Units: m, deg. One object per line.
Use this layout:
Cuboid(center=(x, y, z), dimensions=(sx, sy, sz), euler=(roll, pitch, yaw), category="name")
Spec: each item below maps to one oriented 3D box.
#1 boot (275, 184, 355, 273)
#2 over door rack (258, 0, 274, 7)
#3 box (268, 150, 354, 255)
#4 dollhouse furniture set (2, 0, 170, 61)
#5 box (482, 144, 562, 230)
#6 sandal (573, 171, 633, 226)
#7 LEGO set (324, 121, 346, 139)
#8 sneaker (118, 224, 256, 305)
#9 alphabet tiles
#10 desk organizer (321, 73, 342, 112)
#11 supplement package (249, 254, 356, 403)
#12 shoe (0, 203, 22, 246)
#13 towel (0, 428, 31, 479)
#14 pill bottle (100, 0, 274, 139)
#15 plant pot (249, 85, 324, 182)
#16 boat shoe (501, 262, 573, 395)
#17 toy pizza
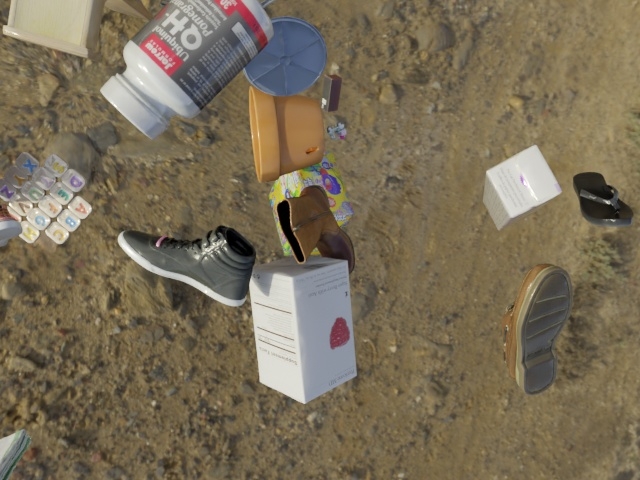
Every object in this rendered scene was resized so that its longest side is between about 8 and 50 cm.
Cuboid(center=(0.000, 0.000, 1.176), dimensions=(0.096, 0.280, 0.264), euler=(-13, 102, 15), category="boot")
Cuboid(center=(-0.092, -0.717, 1.193), dimensions=(0.324, 0.239, 0.108), euler=(-17, 74, 12), category="over door rack")
Cuboid(center=(-0.046, -0.138, 1.819), dimensions=(0.177, 0.290, 0.279), euler=(-2, 149, -26), category="box")
Cuboid(center=(-0.516, -0.546, 1.136), dimensions=(0.362, 0.394, 0.257), euler=(15, 101, -5), category="dollhouse furniture set")
Cuboid(center=(0.277, -0.062, 0.699), dimensions=(0.063, 0.324, 0.067), euler=(-29, 79, 15), category="box")
Cuboid(center=(0.679, -0.111, 1.196), dimensions=(0.097, 0.254, 0.054), euler=(-9, 122, 11), category="sandal")
Cuboid(center=(-0.039, -0.357, 1.727), dimensions=(0.132, 0.287, 0.107), euler=(-19, 110, -32), category="LEGO set")
Cuboid(center=(-0.267, 0.012, 1.025), dimensions=(0.295, 0.104, 0.147), euler=(26, 112, -6), category="sneaker")
Cuboid(center=(-0.897, -0.134, 1.573), dimensions=(0.278, 0.021, 0.284), euler=(43, 93, -9), category="alphabet tiles")
Cuboid(center=(0.041, -0.553, 1.834), dimensions=(0.050, 0.047, 0.130), euler=(-19, 135, -30), category="desk organizer")
Cuboid(center=(-0.041, 0.197, 1.161), dimensions=(0.177, 0.175, 0.293), euler=(-15, 104, -41), category="supplement package")
Cuboid(center=(-0.652, -0.040, 0.980), dimensions=(0.063, 0.178, 0.081), euler=(-9, 85, -44), category="shoe")
Cuboid(center=(-0.431, 0.275, 0.560), dimensions=(0.152, 0.113, 0.023), euler=(-15, 102, -11), category="towel")
Cuboid(center=(-0.256, -0.350, 0.932), dimensions=(0.318, 0.176, 0.176), euler=(-46, 120, -2), category="pill bottle")
Cuboid(center=(-0.105, -0.333, 1.509), dimensions=(0.203, 0.291, 0.291), euler=(-7, 109, -9), category="plant pot")
Cuboid(center=(0.401, 0.163, 0.952), dimensions=(0.110, 0.104, 0.307), euler=(-12, 122, -12), category="boat shoe")
Cuboid(center=(-0.085, -0.428, 1.137), dimensions=(0.201, 0.032, 0.201), euler=(-7, 142, -6), category="toy pizza")
